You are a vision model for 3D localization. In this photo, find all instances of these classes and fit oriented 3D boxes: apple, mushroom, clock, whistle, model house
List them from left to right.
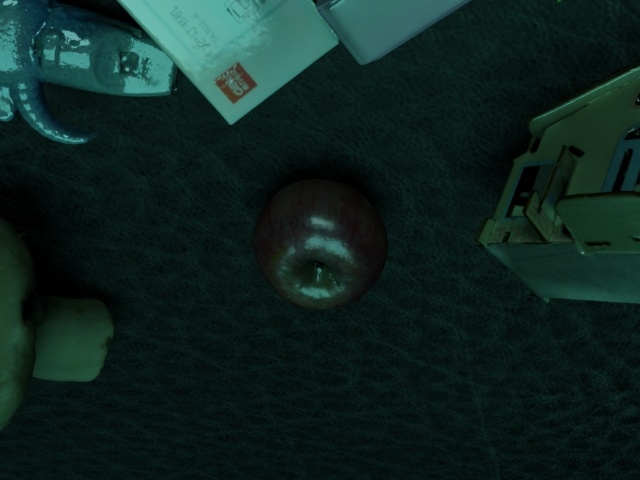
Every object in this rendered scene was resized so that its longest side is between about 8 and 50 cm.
[{"bbox_3d":[-0.392,0.093,0.838,0.290,0.292,0.292,2,142,-46],"label":"mushroom"},{"bbox_3d":[-0.266,-0.187,0.654,0.269,0.093,0.180,10,106,-10],"label":"whistle"},{"bbox_3d":[0.000,0.000,0.801,0.153,0.120,0.153,4,129,5],"label":"apple"},{"bbox_3d":[0.095,-0.242,0.560,0.197,0.150,0.063,-28,123,23],"label":"clock"},{"bbox_3d":[0.334,-0.071,0.661,0.326,0.244,0.169,0,140,48],"label":"model house"}]

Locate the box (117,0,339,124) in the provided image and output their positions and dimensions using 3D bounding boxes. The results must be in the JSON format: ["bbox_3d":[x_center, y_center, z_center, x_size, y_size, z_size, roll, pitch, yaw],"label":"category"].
[{"bbox_3d":[-0.111,-0.242,0.594,0.135,0.079,0.269,-36,124,12],"label":"box"}]
